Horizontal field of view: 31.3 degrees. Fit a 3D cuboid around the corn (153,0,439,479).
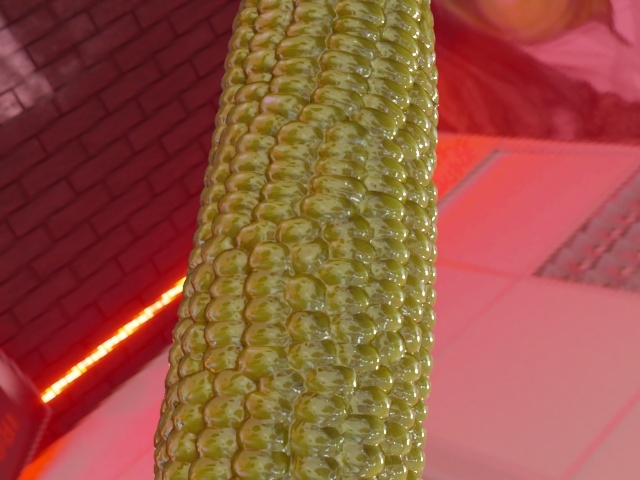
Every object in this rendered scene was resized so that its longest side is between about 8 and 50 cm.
[{"bbox_3d":[0.000,0.000,0.456,0.106,0.106,0.305,-7,-114,36],"label":"corn"}]
